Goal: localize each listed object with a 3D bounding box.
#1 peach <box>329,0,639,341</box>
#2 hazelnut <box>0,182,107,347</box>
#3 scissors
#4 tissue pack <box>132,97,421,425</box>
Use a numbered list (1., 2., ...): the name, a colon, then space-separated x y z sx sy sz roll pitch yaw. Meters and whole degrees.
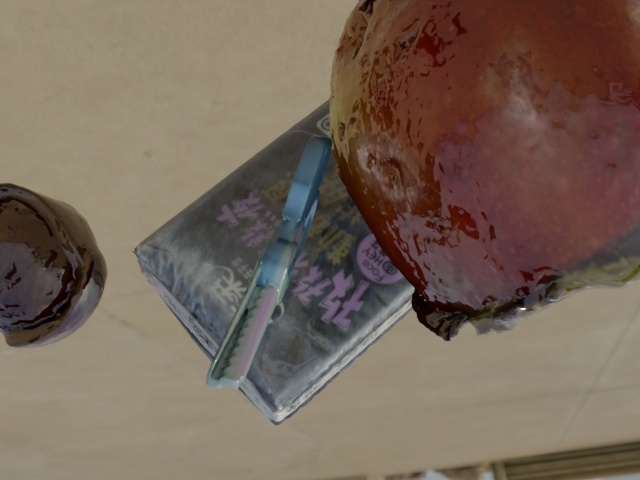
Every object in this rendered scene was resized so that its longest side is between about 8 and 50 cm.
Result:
1. peach: 0.183 -0.095 0.826 0.339 0.417 0.353 -32 136 0
2. hazelnut: -0.348 0.029 1.130 0.160 0.201 0.170 -6 129 -46
3. scissors: -0.037 0.021 0.770 0.030 0.256 0.125 18 134 3
4. tissue pack: 0.000 0.000 1.075 0.361 0.259 0.122 -41 162 -15
